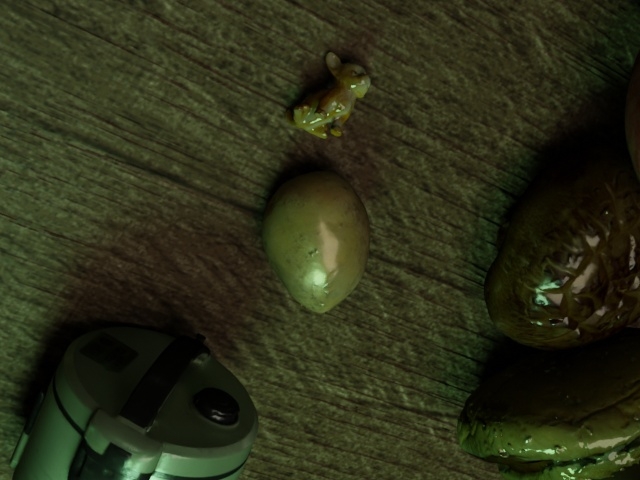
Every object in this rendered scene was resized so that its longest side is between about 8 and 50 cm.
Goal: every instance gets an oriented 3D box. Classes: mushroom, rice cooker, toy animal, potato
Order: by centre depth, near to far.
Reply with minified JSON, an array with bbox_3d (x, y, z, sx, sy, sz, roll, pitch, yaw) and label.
[{"bbox_3d":[0.011,-0.145,1.453,0.060,0.081,0.083,42,62,-34],"label":"toy animal"},{"bbox_3d":[-0.190,0.210,1.488,0.226,0.226,0.244,12,120,-34],"label":"rice cooker"},{"bbox_3d":[0.000,-0.002,1.511,0.112,0.112,0.147,-14,121,-19],"label":"potato"},{"bbox_3d":[0.295,0.016,1.652,0.253,0.153,0.253,-23,135,-24],"label":"mushroom"}]

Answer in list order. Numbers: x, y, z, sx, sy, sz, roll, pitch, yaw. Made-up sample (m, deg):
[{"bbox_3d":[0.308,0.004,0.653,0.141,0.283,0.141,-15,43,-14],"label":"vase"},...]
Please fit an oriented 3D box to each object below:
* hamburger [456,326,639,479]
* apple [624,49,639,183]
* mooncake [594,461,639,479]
[{"bbox_3d":[0.303,0.187,1.713,0.285,0.265,0.134,-28,93,-15],"label":"hamburger"},{"bbox_3d":[0.483,-0.123,1.539,0.345,0.344,0.269,-27,144,-8],"label":"apple"},{"bbox_3d":[0.429,0.415,1.973,0.378,0.201,0.378,-15,129,-19],"label":"mooncake"}]
